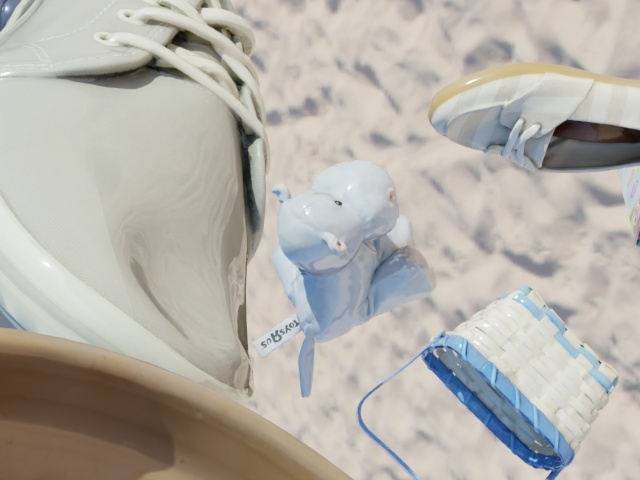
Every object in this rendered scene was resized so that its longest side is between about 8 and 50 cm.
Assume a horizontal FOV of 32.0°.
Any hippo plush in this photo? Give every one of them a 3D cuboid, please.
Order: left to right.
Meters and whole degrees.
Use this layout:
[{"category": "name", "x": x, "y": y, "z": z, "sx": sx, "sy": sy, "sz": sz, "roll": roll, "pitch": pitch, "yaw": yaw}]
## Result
[{"category": "hippo plush", "x": 0.000, "y": 0.000, "z": 1.523, "sx": 0.234, "sy": 0.294, "sz": 0.236, "roll": 39, "pitch": 158, "yaw": 40}]

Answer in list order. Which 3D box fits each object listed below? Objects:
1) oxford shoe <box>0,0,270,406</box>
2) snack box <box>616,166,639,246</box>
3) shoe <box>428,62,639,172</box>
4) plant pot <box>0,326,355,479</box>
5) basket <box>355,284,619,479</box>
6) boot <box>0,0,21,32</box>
[{"category": "oxford shoe", "x": -0.092, "y": -0.069, "z": 0.571, "sx": 0.169, "sy": 0.130, "sz": 0.449, "roll": 44, "pitch": -167, "yaw": -26}, {"category": "snack box", "x": 0.366, "y": -0.031, "z": 0.995, "sx": 0.207, "sy": 0.174, "sz": 0.070, "roll": -65, "pitch": -7, "yaw": -65}, {"category": "shoe", "x": 0.192, "y": -0.089, "z": 0.846, "sx": 0.076, "sy": 0.219, "sz": 0.058, "roll": 95, "pitch": 175, "yaw": -53}, {"category": "plant pot", "x": -0.057, "y": 0.135, "z": 0.234, "sx": 0.109, "sy": 0.237, "sz": 0.237, "roll": -55, "pitch": 38, "yaw": 22}, {"category": "basket", "x": 0.226, "y": 0.224, "z": 1.458, "sx": 0.255, "sy": 0.289, "sz": 0.201, "roll": 48, "pitch": 162, "yaw": 5}, {"category": "boot", "x": -0.280, "y": -0.112, "z": 0.904, "sx": 0.069, "sy": 0.086, "sz": 0.190, "roll": -81, "pitch": 0, "yaw": -54}]
